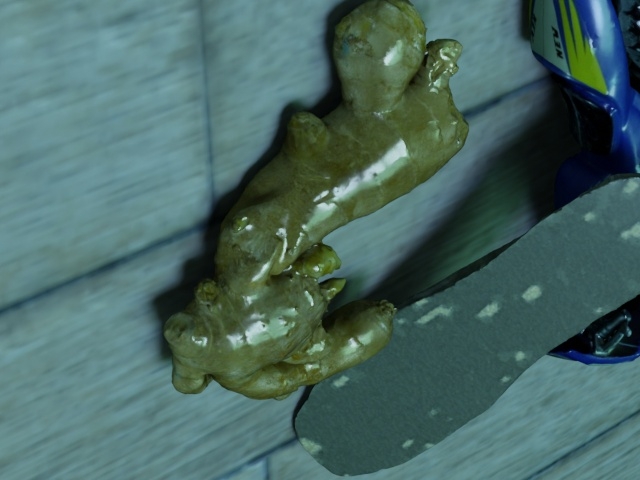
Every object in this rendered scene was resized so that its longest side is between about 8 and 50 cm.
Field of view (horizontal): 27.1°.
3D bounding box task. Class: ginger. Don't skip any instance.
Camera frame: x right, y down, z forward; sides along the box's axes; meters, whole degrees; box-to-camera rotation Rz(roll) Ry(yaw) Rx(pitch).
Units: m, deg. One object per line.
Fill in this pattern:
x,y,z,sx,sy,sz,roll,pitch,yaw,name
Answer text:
0.000,0.000,0.609,0.176,0.052,0.193,-35,135,-18,ginger

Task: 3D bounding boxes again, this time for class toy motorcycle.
0.173,-0.032,0.707,0.169,0.113,0.315,-24,128,-13,toy motorcycle

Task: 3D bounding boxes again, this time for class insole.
0.082,0.047,0.687,0.248,0.011,0.081,-37,109,23,insole
